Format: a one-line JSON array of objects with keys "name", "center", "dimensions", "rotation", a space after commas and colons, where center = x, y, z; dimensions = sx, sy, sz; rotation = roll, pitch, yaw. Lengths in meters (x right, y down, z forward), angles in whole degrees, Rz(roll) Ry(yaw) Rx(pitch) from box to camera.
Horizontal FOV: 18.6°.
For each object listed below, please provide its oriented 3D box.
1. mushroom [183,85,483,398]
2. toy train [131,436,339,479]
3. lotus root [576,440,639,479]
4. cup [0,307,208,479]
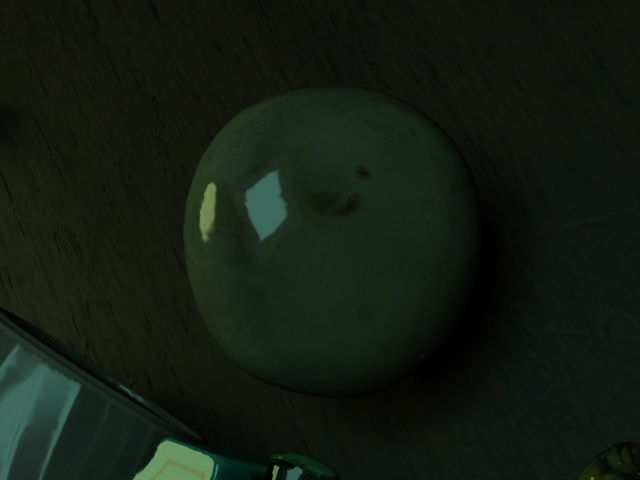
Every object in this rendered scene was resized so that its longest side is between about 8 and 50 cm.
[{"name": "mushroom", "center": [0.000, 0.000, 1.279], "dimensions": [0.204, 0.204, 0.204], "rotation": [-10, 66, 24]}, {"name": "toy train", "center": [-0.054, 0.216, 1.135], "dimensions": [0.163, 0.112, 0.203], "rotation": [13, 84, 49]}, {"name": "lotus root", "center": [0.116, 0.259, 1.115], "dimensions": [0.169, 0.141, 0.314], "rotation": [18, 87, 27]}, {"name": "cup", "center": [-0.195, 0.214, 1.264], "dimensions": [0.288, 0.208, 0.273], "rotation": [30, 85, 34]}]
